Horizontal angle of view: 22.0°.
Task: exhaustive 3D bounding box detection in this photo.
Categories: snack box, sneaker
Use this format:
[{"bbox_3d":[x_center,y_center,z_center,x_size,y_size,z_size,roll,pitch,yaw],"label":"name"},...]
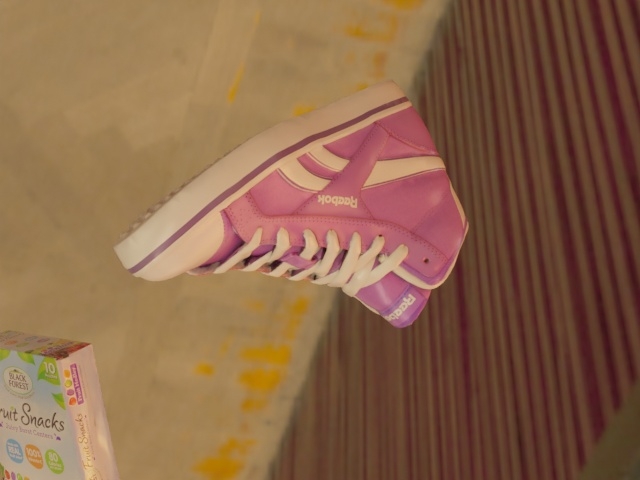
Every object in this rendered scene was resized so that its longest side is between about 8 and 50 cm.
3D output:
[{"bbox_3d":[-0.191,0.139,1.166,0.100,0.037,0.141,4,109,43],"label":"snack box"},{"bbox_3d":[0.001,0.000,1.112,0.102,0.282,0.161,-33,86,49],"label":"sneaker"}]
